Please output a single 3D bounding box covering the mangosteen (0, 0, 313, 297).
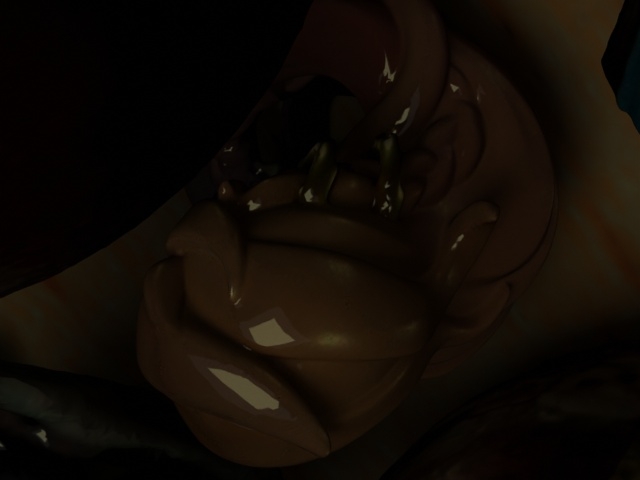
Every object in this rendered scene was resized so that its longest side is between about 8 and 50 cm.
[{"bbox_3d":[-0.103,-0.125,0.394,0.293,0.297,0.297,10,124,24],"label":"mangosteen"}]

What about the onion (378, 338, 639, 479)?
[{"bbox_3d":[0.134,0.189,0.494,0.337,0.260,0.282,14,130,18],"label":"onion"}]

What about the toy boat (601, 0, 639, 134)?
[{"bbox_3d":[0.120,-0.073,0.454,0.061,0.060,0.137,41,128,22],"label":"toy boat"}]

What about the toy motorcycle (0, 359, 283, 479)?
[{"bbox_3d":[-0.105,0.092,0.586,0.182,0.319,0.241,-24,82,-7],"label":"toy motorcycle"}]

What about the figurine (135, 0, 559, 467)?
[{"bbox_3d":[0.010,-0.003,0.509,0.114,0.157,0.126,-8,112,7],"label":"figurine"}]
